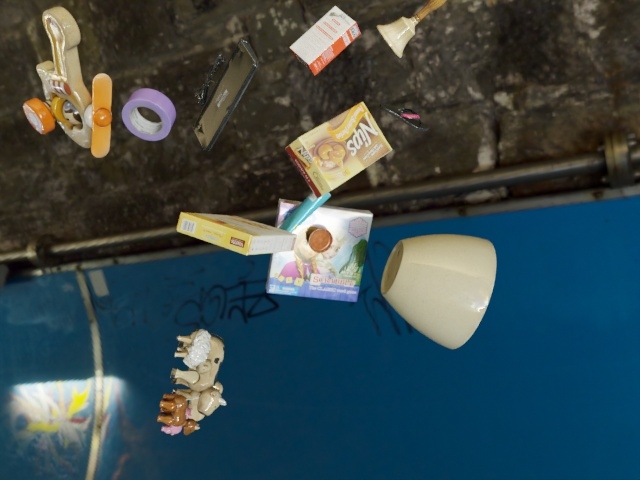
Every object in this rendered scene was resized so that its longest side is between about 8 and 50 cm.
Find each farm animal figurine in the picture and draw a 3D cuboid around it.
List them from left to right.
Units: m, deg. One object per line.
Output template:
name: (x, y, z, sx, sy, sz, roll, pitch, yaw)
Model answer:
farm animal figurine: (-0.355, 0.429, 1.767, 0.172, 0.327, 0.330, 12, 170, -5)

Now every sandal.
sandal: (0.274, -0.400, 1.900, 0.179, 0.040, 0.067, 25, -152, -13)

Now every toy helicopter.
toy helicopter: (-0.546, -0.341, 1.319, 0.140, 0.235, 0.355, -40, 162, -34)

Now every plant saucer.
plant saucer: (0.000, 0.000, 1.940, 0.083, 0.084, 0.013, -20, -158, -13)

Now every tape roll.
tape roll: (-0.660, -0.484, 2.301, 0.188, 0.189, 0.080, -11, -138, 19)

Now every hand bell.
hand bell: (0.306, -0.695, 1.849, 0.242, 0.126, 0.126, -36, -171, 19)

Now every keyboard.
keyboard: (-0.280, -0.423, 1.690, 0.033, 0.202, 0.317, 6, 133, -43)

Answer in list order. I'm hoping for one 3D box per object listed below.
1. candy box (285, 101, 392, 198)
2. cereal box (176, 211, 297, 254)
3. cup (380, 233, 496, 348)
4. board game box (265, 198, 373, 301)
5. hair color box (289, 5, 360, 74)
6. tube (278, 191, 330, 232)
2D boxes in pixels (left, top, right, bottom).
candy box: (0.063, -0.283, 1.840, 0.316, 0.183, 0.087, -36, -173, -38)
cereal box: (-0.173, -0.016, 1.292, 0.172, 0.047, 0.240, 17, -173, 18)
cup: (0.311, 0.114, 1.701, 0.236, 0.331, 0.331, 19, -166, -6)
board game box: (-0.006, 0.037, 2.019, 0.318, 0.318, 0.066, 6, -166, -11)
hair color box: (0.012, -0.533, 1.592, 0.167, 0.093, 0.053, -42, 152, 1)
tube: (-0.058, -0.087, 1.886, 0.207, 0.052, 0.080, -44, -156, 1)
